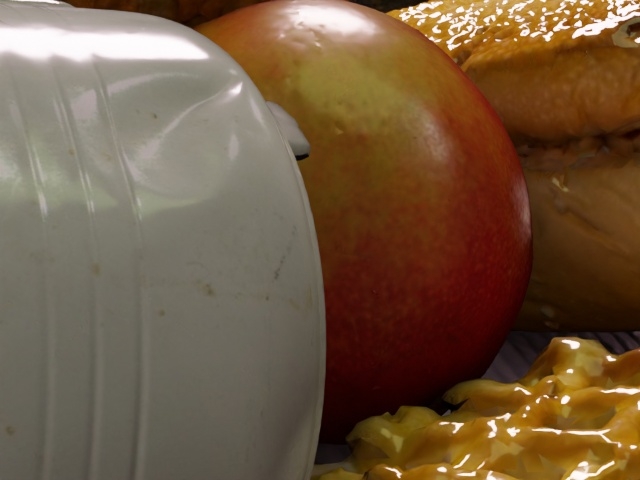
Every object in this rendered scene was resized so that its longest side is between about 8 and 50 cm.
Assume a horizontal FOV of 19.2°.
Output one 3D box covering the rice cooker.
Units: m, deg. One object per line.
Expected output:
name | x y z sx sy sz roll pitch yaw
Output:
rice cooker | -0.134 0.029 0.586 0.244 0.226 0.226 -4 26 -29

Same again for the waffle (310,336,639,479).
waffle | 0.138 0.095 0.618 0.329 0.062 0.329 -6 14 2

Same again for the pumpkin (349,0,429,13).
pumpkin | 0.098 -0.194 1.226 0.232 0.242 0.325 25 -5 -16

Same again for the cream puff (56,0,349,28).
cream puff | -0.121 -0.119 0.927 0.303 0.303 0.212 -5 69 -39

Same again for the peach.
peach | 0.000 0.000 0.800 0.197 0.197 0.197 11 21 -4

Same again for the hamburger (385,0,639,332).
hamburger | 0.164 -0.049 0.963 0.314 0.170 0.290 2 13 45
